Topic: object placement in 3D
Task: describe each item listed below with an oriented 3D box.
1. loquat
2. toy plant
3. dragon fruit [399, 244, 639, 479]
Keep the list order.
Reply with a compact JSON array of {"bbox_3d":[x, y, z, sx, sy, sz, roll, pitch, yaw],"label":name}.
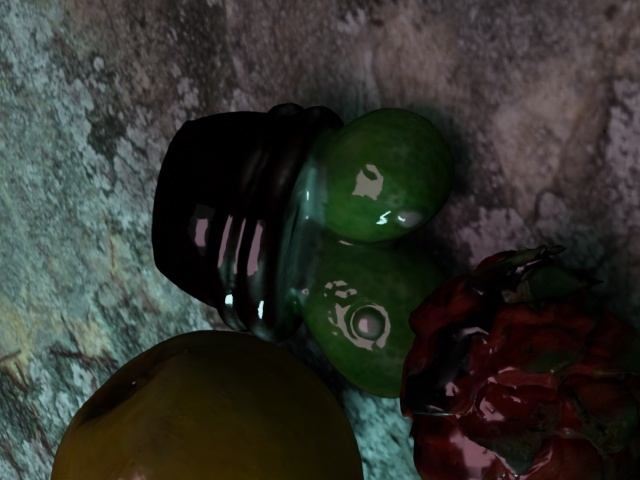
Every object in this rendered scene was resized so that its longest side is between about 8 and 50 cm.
[{"bbox_3d":[-0.090,0.216,1.023,0.275,0.275,0.275,25,127,39],"label":"loquat"},{"bbox_3d":[0.000,0.000,0.904,0.235,0.175,0.218,14,116,16],"label":"toy plant"},{"bbox_3d":[0.135,0.103,0.789,0.189,0.182,0.182,59,141,10],"label":"dragon fruit"}]
